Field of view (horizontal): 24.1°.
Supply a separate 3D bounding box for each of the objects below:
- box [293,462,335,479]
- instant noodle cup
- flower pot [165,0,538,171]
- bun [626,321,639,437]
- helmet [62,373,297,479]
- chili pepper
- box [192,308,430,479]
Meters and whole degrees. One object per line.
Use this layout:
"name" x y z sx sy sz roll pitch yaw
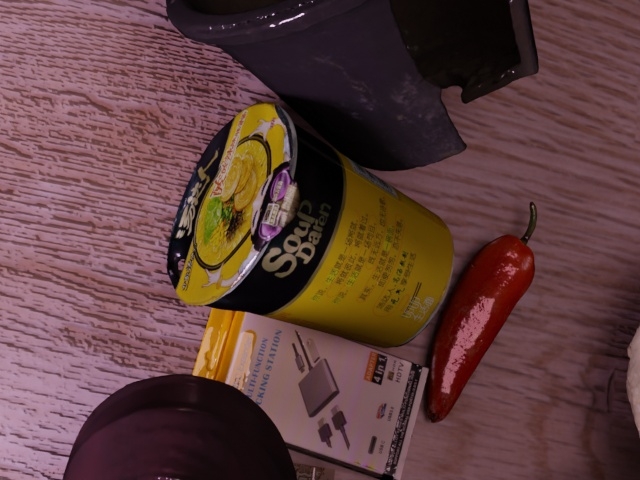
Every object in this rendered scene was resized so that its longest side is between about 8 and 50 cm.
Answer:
"box" -0.029 0.253 1.520 0.083 0.024 0.053 11 79 -22
"instant noodle cup" 0.000 0.000 1.477 0.236 0.215 0.216 23 75 -29
"flower pot" 0.061 -0.233 1.489 0.379 0.379 0.251 -48 124 -22
"bun" 0.491 0.180 1.653 0.349 0.227 0.352 -40 90 -27
"helmet" -0.128 0.237 1.371 0.225 0.305 0.177 3 59 -2
"chili pepper" 0.175 0.071 1.620 0.071 0.063 0.272 32 74 -5
"box" -0.011 0.155 1.535 0.247 0.033 0.129 21 76 -21
